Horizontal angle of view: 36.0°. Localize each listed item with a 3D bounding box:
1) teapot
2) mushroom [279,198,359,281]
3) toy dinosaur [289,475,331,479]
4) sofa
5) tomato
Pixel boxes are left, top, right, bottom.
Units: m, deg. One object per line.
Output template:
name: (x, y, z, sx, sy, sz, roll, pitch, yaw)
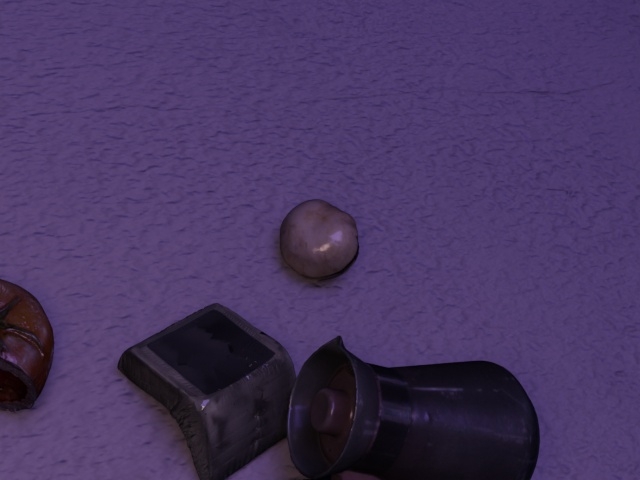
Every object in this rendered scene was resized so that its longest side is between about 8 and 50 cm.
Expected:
teapot: (0.137, 0.311, 1.518, 0.344, 0.253, 0.300, 16, 78, -27)
mushroom: (0.000, 0.000, 1.788, 0.154, 0.122, 0.154, -8, 62, 16)
toy dinosaur: (-0.071, 0.415, 1.482, 0.363, 0.076, 0.147, -11, 61, -29)
sofa: (-0.173, 0.236, 1.564, 0.225, 0.176, 0.210, 28, 43, 35)
tomato: (-0.484, 0.134, 1.438, 0.214, 0.181, 0.155, 28, 45, -9)
